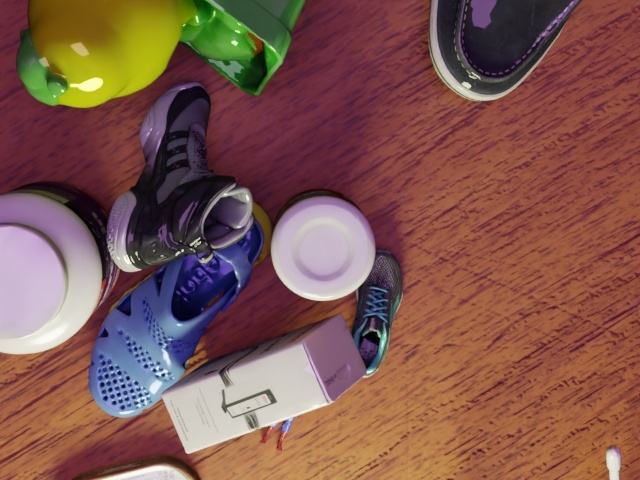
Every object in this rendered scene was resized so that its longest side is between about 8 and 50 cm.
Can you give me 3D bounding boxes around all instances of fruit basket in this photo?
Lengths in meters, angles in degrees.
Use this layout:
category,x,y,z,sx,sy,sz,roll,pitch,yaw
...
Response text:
category,x,y,z,sx,sy,sz,roll,pitch,yaw
fruit basket,-0.212,-0.283,1.754,0.392,0.283,0.392,1,84,-10

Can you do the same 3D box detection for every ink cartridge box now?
category,x,y,z,sx,sy,sz,roll,pitch,yaw
ink cartridge box,-0.065,0.170,1.844,0.203,0.148,0.086,-22,93,22

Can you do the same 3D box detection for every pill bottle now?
category,x,y,z,sx,sy,sz,roll,pitch,yaw
pill bottle,-0.333,0.029,1.765,0.181,0.323,0.182,0,96,-1
pill bottle,0.000,0.000,1.825,0.121,0.216,0.121,0,95,-2

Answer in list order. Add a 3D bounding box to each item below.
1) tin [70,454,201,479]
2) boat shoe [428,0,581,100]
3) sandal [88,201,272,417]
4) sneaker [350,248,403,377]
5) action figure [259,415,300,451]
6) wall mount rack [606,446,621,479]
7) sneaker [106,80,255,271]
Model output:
category,x,y,z,sx,sy,sz,roll,pitch,yaw
tin,-0.243,0.337,1.945,0.189,0.040,0.106,-14,92,0
boat shoe,0.289,-0.394,1.816,0.186,0.156,0.500,30,95,-16
sandal,-0.180,0.083,1.870,0.126,0.138,0.317,34,96,-7
sneaker,0.070,0.095,1.907,0.065,0.076,0.167,8,95,-3
action figure,-0.040,0.211,1.941,0.038,0.030,0.115,23,93,1
wall mount rack,0.297,0.418,1.919,0.350,0.130,0.304,-16,96,-1
sneaker,-0.143,-0.076,1.809,0.153,0.101,0.269,3,55,24
